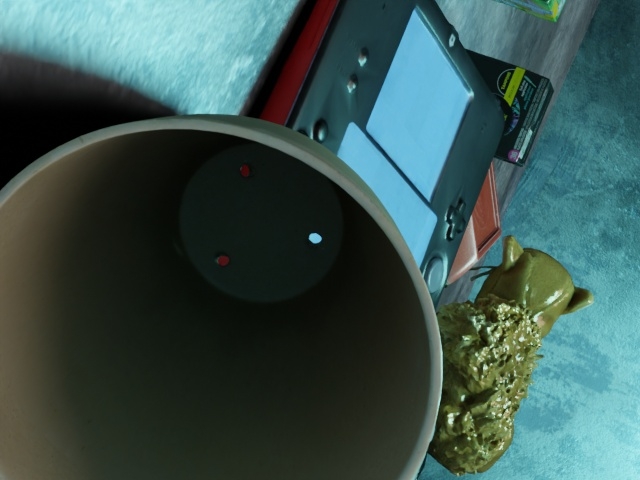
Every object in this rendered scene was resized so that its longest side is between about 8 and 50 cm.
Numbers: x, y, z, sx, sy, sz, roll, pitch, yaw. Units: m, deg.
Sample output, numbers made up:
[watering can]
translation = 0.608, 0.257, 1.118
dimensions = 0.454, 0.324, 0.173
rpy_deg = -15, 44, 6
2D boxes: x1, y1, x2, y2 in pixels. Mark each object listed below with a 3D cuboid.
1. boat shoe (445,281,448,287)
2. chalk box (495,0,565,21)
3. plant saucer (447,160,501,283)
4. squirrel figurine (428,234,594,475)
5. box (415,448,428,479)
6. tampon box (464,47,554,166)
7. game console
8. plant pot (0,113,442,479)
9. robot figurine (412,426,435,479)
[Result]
[boat shoe]
translation = 0.164, 0.056, 1.666
dimensions = 0.302, 0.113, 0.103
rpy_deg = 11, 96, -76
[chalk box]
translation = 0.277, -0.378, 1.359
dimensions = 0.132, 0.132, 0.213
rpy_deg = -69, 165, 10
[plant saucer]
translation = 0.230, -0.086, 1.588
dimensions = 0.259, 0.048, 0.258
rpy_deg = -29, 113, -66
[squirrel figurine]
translation = 0.288, 0.186, 1.701
dimensions = 0.370, 0.281, 0.397
rpy_deg = -50, 179, 6
[box]
translation = 0.072, 0.320, 1.604
dimensions = 0.077, 0.180, 0.147
rpy_deg = -56, 162, -23
[tampon box]
translation = 0.217, -0.183, 1.386
dimensions = 0.120, 0.161, 0.101
rpy_deg = -69, 165, 5
[game console]
translation = 0.063, -0.065, 1.002
dimensions = 0.342, 0.060, 0.386
rpy_deg = -64, 147, -10
[plant pot]
translation = -0.054, 0.025, 0.646
dimensions = 0.274, 0.256, 0.256
rpy_deg = -72, 180, -72
[robot figurine]
translation = 0.027, 0.292, 1.366
dimensions = 0.300, 0.200, 0.353
rpy_deg = -135, -113, -75
